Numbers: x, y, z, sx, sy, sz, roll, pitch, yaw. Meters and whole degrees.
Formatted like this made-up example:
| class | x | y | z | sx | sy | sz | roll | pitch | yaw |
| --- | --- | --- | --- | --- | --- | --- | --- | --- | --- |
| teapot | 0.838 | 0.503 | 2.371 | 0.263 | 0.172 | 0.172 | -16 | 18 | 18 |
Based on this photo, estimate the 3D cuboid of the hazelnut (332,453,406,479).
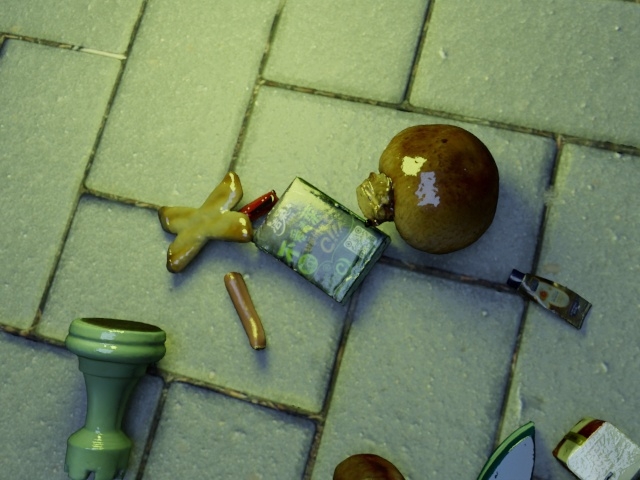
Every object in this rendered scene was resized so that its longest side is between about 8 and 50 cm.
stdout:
| class | x | y | z | sx | sy | sz | roll | pitch | yaw |
| --- | --- | --- | --- | --- | --- | --- | --- | --- | --- |
| hazelnut | 0.095 | 0.480 | 1.203 | 0.178 | 0.178 | 0.204 | -21 | 34 | 4 |

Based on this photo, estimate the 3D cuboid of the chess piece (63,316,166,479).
| class | x | y | z | sx | sy | sz | roll | pitch | yaw |
| --- | --- | --- | --- | --- | --- | --- | --- | --- | --- |
| chess piece | -0.420 | 0.311 | 1.331 | 0.195 | 0.194 | 0.299 | 9 | 88 | 11 |

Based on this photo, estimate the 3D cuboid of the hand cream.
| class | x | y | z | sx | sy | sz | roll | pitch | yaw |
| --- | --- | --- | --- | --- | --- | --- | --- | --- | --- |
| hand cream | 0.439 | 0.106 | 1.301 | 0.163 | 0.039 | 0.062 | 28 | 67 | 12 |

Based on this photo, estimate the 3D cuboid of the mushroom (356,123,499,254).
| class | x | y | z | sx | sy | sz | roll | pitch | yaw |
| --- | --- | --- | --- | --- | --- | --- | --- | --- | --- |
| mushroom | 0.211 | -0.100 | 1.285 | 0.283 | 0.195 | 0.263 | -23 | 78 | -7 |

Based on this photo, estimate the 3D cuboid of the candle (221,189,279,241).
| class | x | y | z | sx | sy | sz | roll | pitch | yaw |
| --- | --- | --- | --- | --- | --- | --- | --- | --- | --- |
| candle | -0.156 | -0.049 | 1.433 | 0.162 | 0.053 | 0.048 | -31 | 118 | 7 |

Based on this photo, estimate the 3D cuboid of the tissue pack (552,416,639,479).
| class | x | y | z | sx | sy | sz | roll | pitch | yaw |
| --- | --- | --- | --- | --- | --- | --- | --- | --- | --- |
| tissue pack | 0.480 | 0.374 | 1.175 | 0.099 | 0.148 | 0.106 | 42 | 87 | 15 |

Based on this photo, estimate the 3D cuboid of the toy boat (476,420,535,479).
| class | x | y | z | sx | sy | sz | roll | pitch | yaw |
| --- | --- | --- | --- | --- | --- | --- | --- | --- | --- |
| toy boat | 0.326 | 0.466 | 1.225 | 0.096 | 0.062 | 0.299 | 25 | 83 | 14 |

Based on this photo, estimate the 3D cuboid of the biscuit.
| class | x | y | z | sx | sy | sz | roll | pitch | yaw |
| --- | --- | --- | --- | --- | --- | --- | --- | --- | --- |
| biscuit | -0.242 | -0.035 | 1.413 | 0.208 | 0.047 | 0.164 | -23 | 67 | 18 |

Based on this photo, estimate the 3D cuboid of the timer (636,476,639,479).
| class | x | y | z | sx | sy | sz | roll | pitch | yaw |
| --- | --- | --- | --- | --- | --- | --- | --- | --- | --- |
| timer | 0.602 | 0.474 | 1.187 | 0.128 | 0.047 | 0.140 | 43 | 87 | 14 |

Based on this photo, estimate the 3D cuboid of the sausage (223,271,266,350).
| class | x | y | z | sx | sy | sz | roll | pitch | yaw |
| --- | --- | --- | --- | --- | --- | --- | --- | --- | --- |
| sausage | -0.153 | 0.143 | 1.382 | 0.040 | 0.047 | 0.176 | -22 | 73 | -8 |

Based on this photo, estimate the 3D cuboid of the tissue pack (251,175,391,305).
| class | x | y | z | sx | sy | sz | roll | pitch | yaw |
| --- | --- | --- | --- | --- | --- | --- | --- | --- | --- |
| tissue pack | 0.000 | 0.000 | 1.376 | 0.235 | 0.073 | 0.173 | 33 | 84 | 15 |
